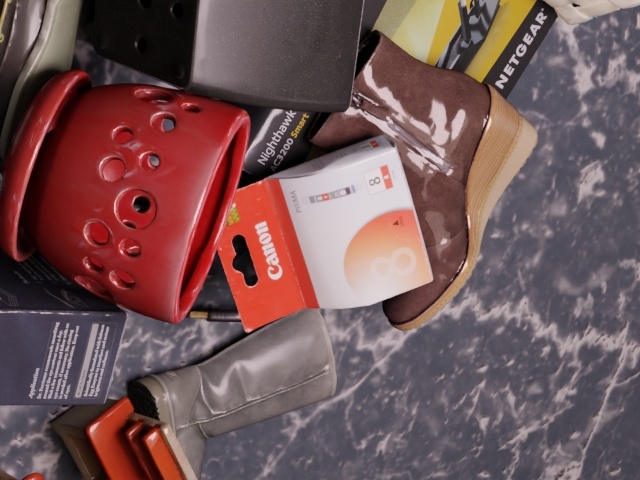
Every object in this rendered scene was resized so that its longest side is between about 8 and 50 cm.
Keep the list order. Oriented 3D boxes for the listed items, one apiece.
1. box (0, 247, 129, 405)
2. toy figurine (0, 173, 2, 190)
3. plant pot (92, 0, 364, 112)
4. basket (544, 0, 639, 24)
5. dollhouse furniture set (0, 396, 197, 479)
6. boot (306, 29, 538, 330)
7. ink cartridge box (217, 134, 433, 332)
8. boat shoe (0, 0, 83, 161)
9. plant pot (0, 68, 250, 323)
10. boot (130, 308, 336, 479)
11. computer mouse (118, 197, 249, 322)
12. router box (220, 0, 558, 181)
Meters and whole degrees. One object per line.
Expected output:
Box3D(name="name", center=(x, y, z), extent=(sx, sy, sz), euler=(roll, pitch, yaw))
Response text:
Box3D(name="box", center=(-0.277, 0.070, 1.711), extent=(0.158, 0.156, 0.093), euler=(4, 110, -37))
Box3D(name="toy figurine", center=(-0.385, -0.062, 1.588), extent=(0.213, 0.148, 0.209), euler=(-41, 123, -11))
Box3D(name="plant pot", center=(-0.087, -0.212, 1.677), extent=(0.167, 0.188, 0.187), euler=(-13, 118, -43))
Box3D(name="basket", center=(0.255, -0.370, 1.873), extent=(0.255, 0.201, 0.289), euler=(29, 55, -40))
Box3D(name="dollhouse furniture set", center=(-0.256, 0.251, 1.795), extent=(0.259, 0.135, 0.262), euler=(-37, 118, -27))
Box3D(name="boot", center=(0.068, -0.054, 1.862), extent=(0.207, 0.090, 0.248), euler=(25, 100, -27))
Box3D(name="ink cartridge box", center=(0.000, 0.000, 1.793), extent=(0.179, 0.045, 0.145), euler=(-22, 118, -9))
Box3D(name="boat shoe", center=(-0.247, -0.179, 1.678), extent=(0.227, 0.069, 0.081), euler=(-70, 166, 14))
Box3D(name="plant pot", center=(-0.166, -0.046, 1.657), extent=(0.174, 0.191, 0.191), euler=(21, 101, 4))
Box3D(name="boot", center=(-0.081, 0.177, 1.968), extent=(0.208, 0.076, 0.189), euler=(-22, 124, -35))
Box3D(name="computer mouse", center=(-0.122, 0.009, 1.856), extent=(0.262, 0.060, 0.184), euler=(-1, 141, -18))
Box3D(name="router box", center=(0.062, -0.162, 1.896), extent=(0.243, 0.081, 0.309), euler=(30, 92, -40))
